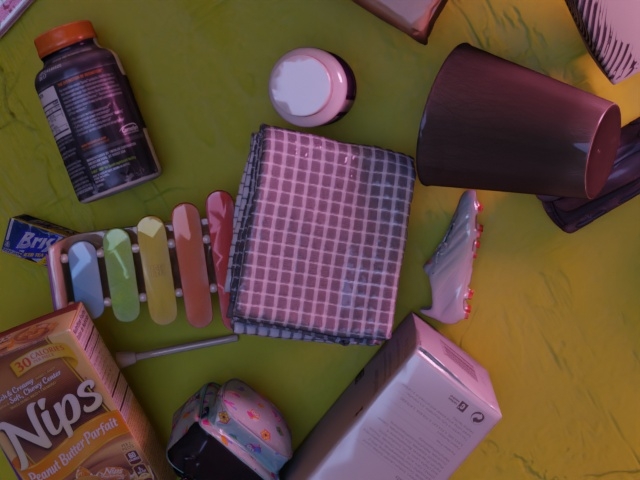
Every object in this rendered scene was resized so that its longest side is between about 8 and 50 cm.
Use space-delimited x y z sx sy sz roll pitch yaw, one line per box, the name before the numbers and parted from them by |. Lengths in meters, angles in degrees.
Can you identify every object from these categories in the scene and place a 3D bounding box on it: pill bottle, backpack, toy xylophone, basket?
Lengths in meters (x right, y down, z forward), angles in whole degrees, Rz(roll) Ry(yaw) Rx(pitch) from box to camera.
pill bottle | -0.327 -0.187 1.679 0.130 0.130 0.246 -19 94 10
backpack | -0.129 0.284 1.678 0.166 0.188 0.144 39 94 -15
toy xylophone | -0.221 0.065 1.688 0.322 0.081 0.236 -15 103 -3
pill bottle | -0.013 -0.209 1.599 0.108 0.193 0.108 1 96 8
basket | 0.267 -0.141 1.549 0.226 0.154 0.204 18 85 28

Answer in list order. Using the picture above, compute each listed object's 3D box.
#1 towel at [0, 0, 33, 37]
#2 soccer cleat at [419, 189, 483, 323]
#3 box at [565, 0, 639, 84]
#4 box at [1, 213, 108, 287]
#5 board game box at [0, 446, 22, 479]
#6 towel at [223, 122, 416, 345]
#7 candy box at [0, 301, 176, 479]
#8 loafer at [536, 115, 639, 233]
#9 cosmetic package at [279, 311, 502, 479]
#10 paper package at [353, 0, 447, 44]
towel | -0.509 -0.404 1.734 0.144 0.029 0.197 -44 92 10
soccer cleat | 0.186 0.023 1.665 0.076 0.068 0.196 9 101 10
box | 0.355 -0.346 1.512 0.094 0.113 0.275 -29 122 10
box | -0.384 0.014 1.749 0.168 0.054 0.059 18 99 5
board game box | -0.352 0.347 1.789 0.208 0.056 0.347 -29 92 14
towel | 0.000 0.000 1.601 0.235 0.121 0.284 10 83 -17
candy box | -0.354 0.261 1.664 0.182 0.087 0.317 -21 114 10
loafer | 0.443 -0.109 1.605 0.302 0.109 0.095 -26 112 16
cosmetic package | 0.068 0.308 1.635 0.156 0.217 0.385 40 98 -4
paper package | 0.082 -0.478 1.552 0.324 0.168 0.310 33 100 4
